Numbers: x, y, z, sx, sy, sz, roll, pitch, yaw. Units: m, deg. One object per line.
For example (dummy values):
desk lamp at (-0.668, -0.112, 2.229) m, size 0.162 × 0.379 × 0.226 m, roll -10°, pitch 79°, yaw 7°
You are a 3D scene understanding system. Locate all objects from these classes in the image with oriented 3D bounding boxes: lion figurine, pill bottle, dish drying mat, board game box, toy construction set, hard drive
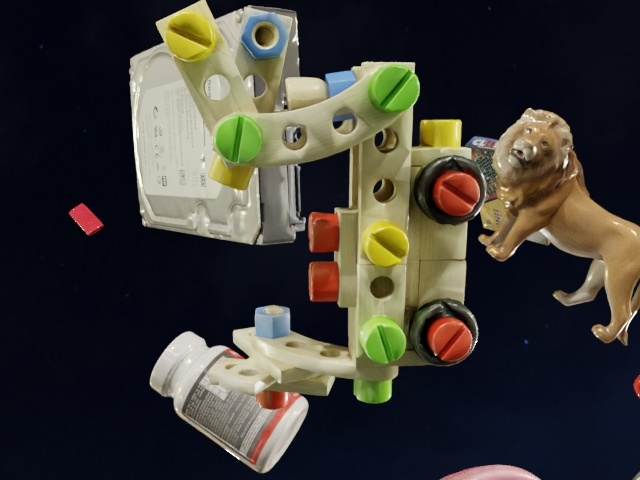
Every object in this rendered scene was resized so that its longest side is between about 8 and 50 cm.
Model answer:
lion figurine at (0.428, -0.021, 1.069) m, size 0.392 × 0.142 × 0.240 m, roll 37°, pitch -76°, yaw -2°
pill bottle at (-0.230, 0.393, 1.608) m, size 0.363 × 0.210 × 0.210 m, roll 31°, pitch -53°, yaw 14°
dish drying mat at (-0.422, -0.038, 1.158) m, size 0.032 × 0.083 × 0.008 m, roll -37°, pitch -38°, yaw -22°
board game box at (0.415, -0.107, 1.400) m, size 0.165 × 0.042 × 0.243 m, roll 20°, pitch -33°, yaw 41°
toy construction set at (0.000, 0.000, 0.471) m, size 0.215 × 0.151 × 0.327 m, roll -1°, pitch -64°, yaw -6°
hard drive at (-0.139, -0.123, 0.767) m, size 0.064 × 0.339 × 0.236 m, roll -8°, pitch -80°, yaw -36°

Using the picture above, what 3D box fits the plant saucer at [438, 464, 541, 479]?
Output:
plant saucer at (0.235, 0.502, 1.030) m, size 0.332 × 0.084 × 0.331 m, roll -5°, pitch -75°, yaw -21°

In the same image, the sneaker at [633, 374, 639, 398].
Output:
sneaker at (0.628, 0.324, 1.061) m, size 0.118 × 0.279 × 0.107 m, roll -12°, pitch -47°, yaw -29°

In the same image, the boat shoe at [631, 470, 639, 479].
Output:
boat shoe at (0.106, 0.240, 0.368) m, size 0.116 × 0.099 × 0.319 m, roll 30°, pitch -84°, yaw -41°
